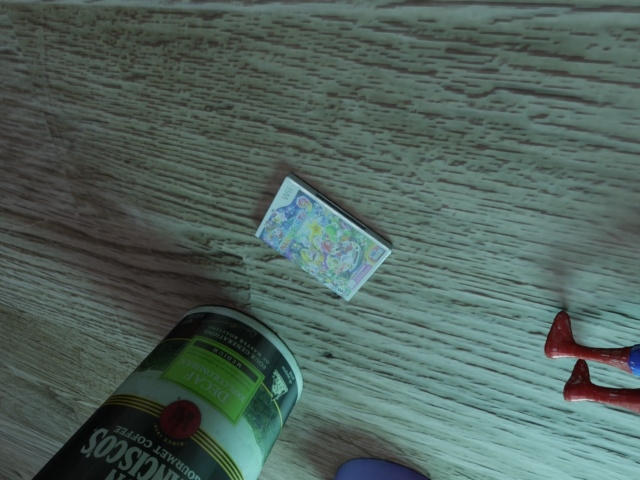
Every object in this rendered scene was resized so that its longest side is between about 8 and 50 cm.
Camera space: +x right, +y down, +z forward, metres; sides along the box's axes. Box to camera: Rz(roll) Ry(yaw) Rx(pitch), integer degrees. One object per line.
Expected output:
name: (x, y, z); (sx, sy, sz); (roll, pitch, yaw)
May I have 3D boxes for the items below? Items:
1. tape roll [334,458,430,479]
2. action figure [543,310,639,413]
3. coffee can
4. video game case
tape roll: (0.097, 0.405, 0.617); (0.188, 0.080, 0.189); (12, 125, 17)
action figure: (0.323, 0.069, 0.289); (0.280, 0.139, 0.092); (-2, 126, 53)
coffee can: (-0.166, 0.240, 0.506); (0.201, 0.275, 0.202); (12, 126, 18)
video game case: (0.000, 0.000, 0.436); (0.122, 0.011, 0.087); (36, 130, 1)
